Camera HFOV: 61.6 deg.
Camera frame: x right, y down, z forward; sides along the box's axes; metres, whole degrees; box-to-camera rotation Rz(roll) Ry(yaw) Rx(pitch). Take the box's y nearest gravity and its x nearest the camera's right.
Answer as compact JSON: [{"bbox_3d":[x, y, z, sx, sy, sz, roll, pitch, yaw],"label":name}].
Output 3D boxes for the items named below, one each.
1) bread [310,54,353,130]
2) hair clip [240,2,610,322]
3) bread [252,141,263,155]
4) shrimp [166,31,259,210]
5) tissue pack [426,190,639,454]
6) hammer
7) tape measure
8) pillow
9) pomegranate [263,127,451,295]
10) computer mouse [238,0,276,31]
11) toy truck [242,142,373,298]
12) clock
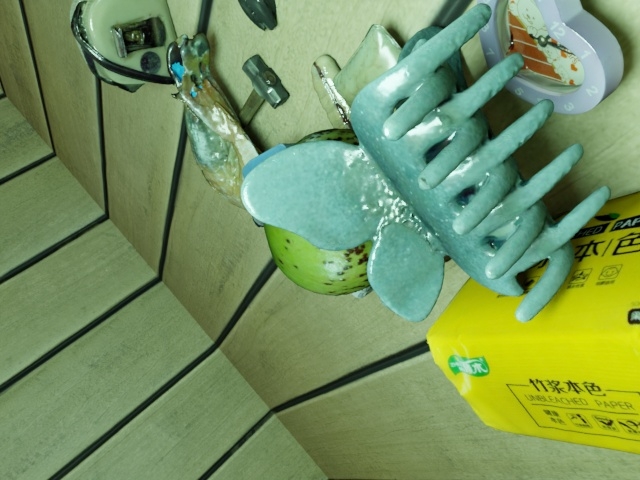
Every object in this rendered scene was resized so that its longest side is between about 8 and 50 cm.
[{"bbox_3d":[0.042,-0.239,0.998,0.073,0.053,0.214,-8,116,53],"label":"bread"},{"bbox_3d":[0.152,-0.076,0.651,0.318,0.392,0.238,52,166,-11],"label":"hair clip"},{"bbox_3d":[-0.170,-0.205,1.360,0.110,0.024,0.110,35,146,28],"label":"bread"},{"bbox_3d":[-0.233,-0.247,1.236,0.221,0.110,0.446,16,139,37],"label":"shrimp"},{"bbox_3d":[0.371,0.092,0.670,0.228,0.293,0.382,51,152,-9],"label":"tissue pack"},{"bbox_3d":[-0.184,-0.284,1.255,0.111,0.043,0.365,52,148,-3],"label":"hammer"},{"bbox_3d":[-0.448,-0.454,1.259,0.133,0.231,0.271,27,143,33],"label":"tape measure"},{"bbox_3d":[0.146,-0.188,0.881,0.302,0.075,0.185,50,155,-3],"label":"pillow"},{"bbox_3d":[0.079,-0.036,0.874,0.340,0.285,0.285,15,140,13],"label":"pomegranate"},{"bbox_3d":[-0.125,-0.452,0.997,0.079,0.047,0.135,21,141,44],"label":"computer mouse"},{"bbox_3d":[0.000,-0.053,1.120,0.367,0.146,0.175,42,117,12],"label":"toy truck"},{"bbox_3d":[0.271,-0.243,0.652,0.198,0.064,0.172,53,170,-1],"label":"clock"}]
